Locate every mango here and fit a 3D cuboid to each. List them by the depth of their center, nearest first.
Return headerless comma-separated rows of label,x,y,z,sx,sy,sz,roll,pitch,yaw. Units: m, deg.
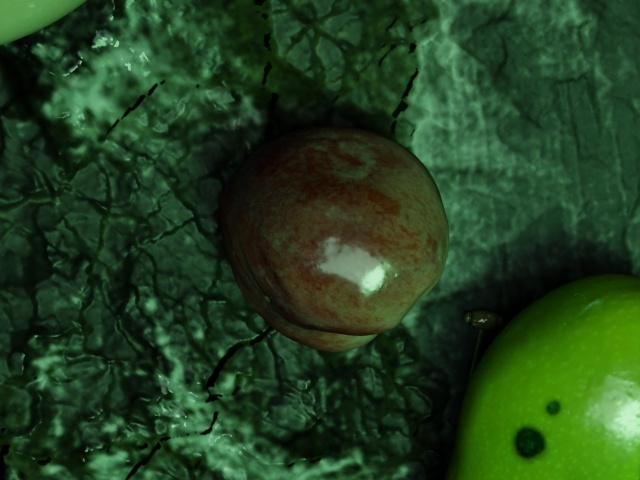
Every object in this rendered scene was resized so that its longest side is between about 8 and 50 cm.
mango,0.166,0.157,0.712,0.175,0.143,0.293,25,111,-7

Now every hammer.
hammer,0.109,0.109,0.758,0.029,0.014,0.123,11,105,4

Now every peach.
peach,0.000,0.000,0.666,0.152,0.152,0.152,-1,104,-3

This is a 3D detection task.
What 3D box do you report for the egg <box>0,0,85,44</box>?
egg,-0.187,-0.212,0.575,0.186,0.186,0.242,41,100,-11
